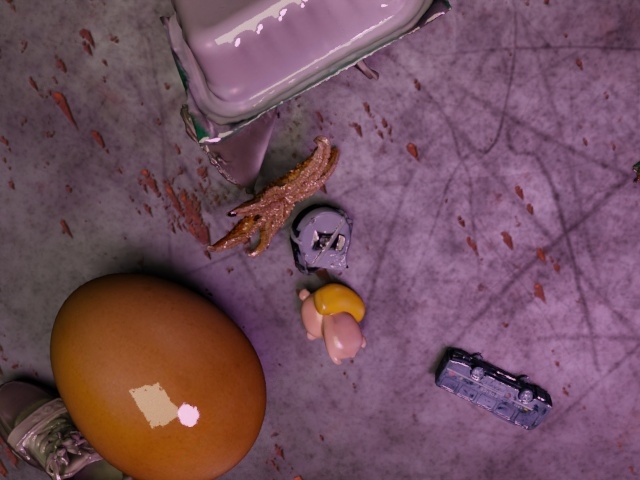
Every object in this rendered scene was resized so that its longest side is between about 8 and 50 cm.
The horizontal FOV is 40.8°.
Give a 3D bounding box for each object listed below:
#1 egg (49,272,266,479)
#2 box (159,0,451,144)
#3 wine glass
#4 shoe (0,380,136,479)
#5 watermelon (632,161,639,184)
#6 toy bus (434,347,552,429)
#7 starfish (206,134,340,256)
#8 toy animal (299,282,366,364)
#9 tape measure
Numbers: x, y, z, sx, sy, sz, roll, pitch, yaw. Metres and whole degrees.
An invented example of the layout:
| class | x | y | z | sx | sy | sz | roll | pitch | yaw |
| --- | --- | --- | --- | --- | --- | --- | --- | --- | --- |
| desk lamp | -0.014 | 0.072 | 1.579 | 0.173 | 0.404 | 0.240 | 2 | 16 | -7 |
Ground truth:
| class | x | y | z | sx | sy | sz | roll | pitch | yaw |
| --- | --- | --- | --- | --- | --- | --- | --- | --- | --- |
| egg | -0.221 | 0.184 | 1.173 | 0.322 | 0.250 | 0.250 | 45 | 104 | 1 |
| box | -0.050 | -0.304 | 1.025 | 0.336 | 0.106 | 0.264 | -29 | 59 | 11 |
| wine glass | -0.050 | -0.186 | 1.115 | 0.232 | 0.156 | 0.156 | -37 | 99 | 10 |
| shoe | -0.364 | 0.289 | 1.234 | 0.293 | 0.149 | 0.109 | 39 | 63 | 9 |
| watermelon | 0.548 | -0.072 | 1.119 | 0.231 | 0.128 | 0.146 | 36 | 87 | -3 |
| toy bus | 0.249 | 0.214 | 1.244 | 0.166 | 0.047 | 0.065 | 26 | 110 | -1 |
| starfish | -0.059 | -0.051 | 1.147 | 0.043 | 0.227 | 0.240 | 48 | 139 | 18 |
| toy animal | 0.016 | 0.115 | 1.228 | 0.082 | 0.091 | 0.114 | -20 | 90 | 38 |
| tape measure | -0.001 | -0.002 | 1.194 | 0.091 | 0.054 | 0.094 | -8 | 113 | -22 |
